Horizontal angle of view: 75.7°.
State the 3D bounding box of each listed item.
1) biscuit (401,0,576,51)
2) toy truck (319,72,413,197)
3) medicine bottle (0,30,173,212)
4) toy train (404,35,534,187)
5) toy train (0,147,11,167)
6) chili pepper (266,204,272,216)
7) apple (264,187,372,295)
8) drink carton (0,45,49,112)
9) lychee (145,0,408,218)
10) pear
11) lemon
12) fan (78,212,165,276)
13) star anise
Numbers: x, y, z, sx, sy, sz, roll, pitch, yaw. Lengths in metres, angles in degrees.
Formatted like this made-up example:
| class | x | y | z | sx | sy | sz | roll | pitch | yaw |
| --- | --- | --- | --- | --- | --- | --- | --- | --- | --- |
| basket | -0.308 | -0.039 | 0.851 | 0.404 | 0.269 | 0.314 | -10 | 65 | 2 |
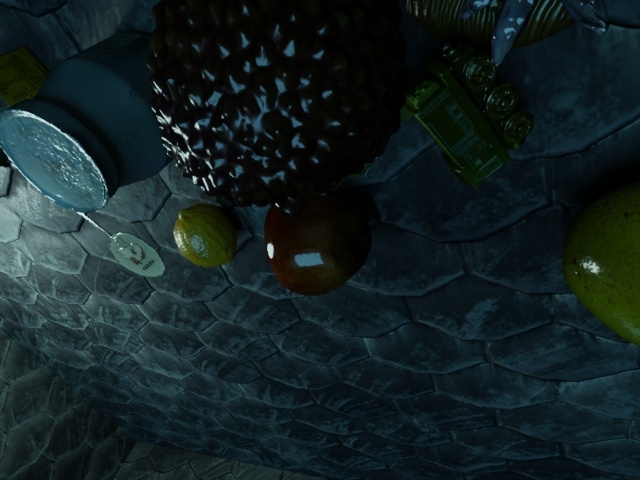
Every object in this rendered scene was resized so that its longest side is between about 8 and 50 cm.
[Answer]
| class | x | y | z | sx | sy | sz | roll | pitch | yaw |
| --- | --- | --- | --- | --- | --- | --- | --- | --- | --- |
| biscuit | 0.234 | -0.395 | 0.504 | 0.317 | 0.040 | 0.318 | 12 | 135 | 12 |
| toy truck | 0.055 | -0.187 | 0.719 | 0.127 | 0.127 | 0.257 | 20 | 137 | -18 |
| medicine bottle | -0.384 | -0.213 | 0.754 | 0.244 | 0.290 | 0.245 | 12 | 135 | 12 |
| toy train | 0.220 | -0.190 | 0.620 | 0.137 | 0.090 | 0.225 | -42 | 126 | 19 |
| toy train | -0.805 | -0.245 | 0.935 | 0.133 | 0.261 | 0.178 | -18 | 109 | 34 |
| chili pepper | -0.077 | -0.019 | 0.982 | 0.050 | 0.059 | 0.268 | 34 | 157 | 51 |
| apple | 0.000 | 0.000 | 0.847 | 0.229 | 0.230 | 0.230 | 12 | 134 | 12 |
| drink carton | -0.708 | -0.247 | 0.814 | 0.154 | 0.352 | 0.111 | -16 | 123 | 33 |
| lychee | -0.050 | -0.185 | 0.480 | 0.305 | 0.306 | 0.331 | -3 | 113 | 25 |
| pear | 0.528 | 0.036 | 0.623 | 0.293 | 0.294 | 0.295 | 12 | 134 | 12 |
| lemon | -0.277 | -0.006 | 1.009 | 0.142 | 0.142 | 0.187 | -9 | 133 | 29 |
| fan | -0.621 | 0.006 | 1.257 | 0.190 | 0.009 | 0.329 | -29 | 116 | 40 |
| star anise | 0.243 | -0.318 | 0.465 | 0.236 | 0.093 | 0.230 | 18 | 121 | 19 |
